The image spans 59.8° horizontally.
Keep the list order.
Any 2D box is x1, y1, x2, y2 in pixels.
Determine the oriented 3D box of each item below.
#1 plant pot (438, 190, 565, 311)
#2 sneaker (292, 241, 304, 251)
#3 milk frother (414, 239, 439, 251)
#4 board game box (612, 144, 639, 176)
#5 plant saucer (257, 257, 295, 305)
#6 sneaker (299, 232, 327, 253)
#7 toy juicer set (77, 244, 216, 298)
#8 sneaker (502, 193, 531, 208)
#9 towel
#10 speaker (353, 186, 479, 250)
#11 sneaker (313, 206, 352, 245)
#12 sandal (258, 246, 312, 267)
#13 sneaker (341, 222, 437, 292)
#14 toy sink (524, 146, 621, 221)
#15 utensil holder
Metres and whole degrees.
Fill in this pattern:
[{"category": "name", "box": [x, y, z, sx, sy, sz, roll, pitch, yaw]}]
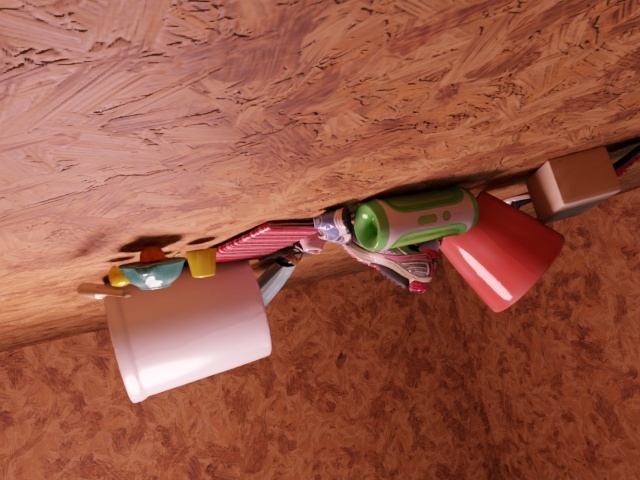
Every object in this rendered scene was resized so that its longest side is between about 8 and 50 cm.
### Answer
[{"category": "plant pot", "box": [0.469, 0.014, 1.505, 0.275, 0.243, 0.275, -48, 173, -7]}, {"category": "sneaker", "box": [-0.063, 0.018, 1.616, 0.043, 0.040, 0.109, -14, 172, 12]}, {"category": "milk frother", "box": [0.227, -0.026, 1.475, 0.143, 0.135, 0.129, -15, 141, -20]}, {"category": "board game box", "box": [0.795, -0.198, 1.431, 0.168, 0.033, 0.133, -42, 175, 26]}, {"category": "plant saucer", "box": [-0.196, 0.171, 1.947, 0.318, 0.043, 0.317, -49, 172, -10]}, {"category": "sneaker", "box": [0.000, 0.000, 1.496, 0.134, 0.070, 0.051, -9, 169, -40]}, {"category": "toy juicer set", "box": [-0.383, 0.057, 1.171, 0.209, 0.090, 0.329, -4, -175, 23]}, {"category": "sneaker", "box": [0.642, -0.078, 1.936, 0.216, 0.121, 0.079, -18, 173, 25]}, {"category": "towel", "box": [-0.152, 0.003, 1.385, 0.274, 0.031, 0.198, -23, 167, 39]}, {"category": "speaker", "box": [0.232, -0.055, 1.328, 0.296, 0.131, 0.131, -11, 172, -27]}, {"category": "sneaker", "box": [0.035, -0.034, 1.336, 0.081, 0.080, 0.211, -6, 165, 6]}, {"category": "sandal", "box": [-0.105, 0.055, 1.729, 0.090, 0.060, 0.219, -20, 171, 37]}, {"category": "sneaker", "box": [0.170, 0.021, 1.428, 0.299, 0.112, 0.120, 31, -167, 33]}, {"category": "toy sink", "box": [0.645, -0.139, 1.469, 0.152, 0.131, 0.234, -14, 168, -1]}, {"category": "utensil holder", "box": [-0.364, 0.228, 1.544, 0.385, 0.328, 0.327, -15, 173, -17]}]
